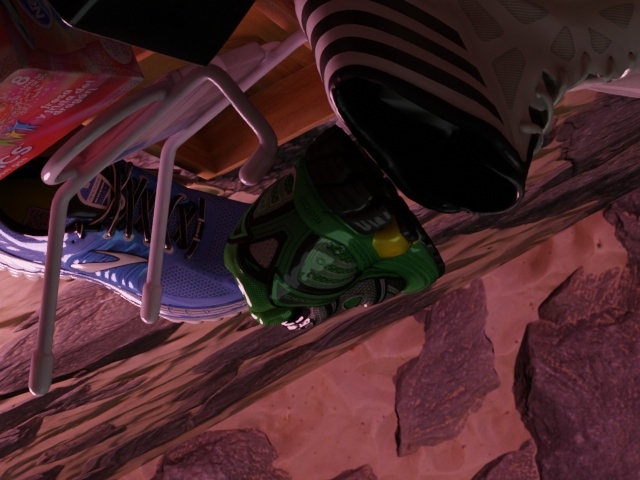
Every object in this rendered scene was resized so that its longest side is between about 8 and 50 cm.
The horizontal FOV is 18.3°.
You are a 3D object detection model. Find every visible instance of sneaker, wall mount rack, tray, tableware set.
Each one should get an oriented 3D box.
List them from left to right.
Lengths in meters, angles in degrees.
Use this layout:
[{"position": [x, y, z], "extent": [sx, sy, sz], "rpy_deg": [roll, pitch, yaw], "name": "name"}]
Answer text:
[{"position": [-0.185, -0.012, 1.880], "extent": [0.330, 0.130, 0.147], "rpy_deg": [7, 158, 10], "name": "sneaker"}, {"position": [-0.174, -0.056, 2.002], "extent": [0.141, 0.020, 0.169], "rpy_deg": [0, 169, 24], "name": "tableware set"}, {"position": [-0.121, -0.036, 1.592], "extent": [0.304, 0.130, 0.350], "rpy_deg": [-40, 177, 26], "name": "wall mount rack"}, {"position": [-0.095, -0.160, 1.797], "extent": [0.203, 0.076, 0.411], "rpy_deg": [-27, 167, 11], "name": "tray"}, {"position": [0.000, 0.000, 1.582], "extent": [0.146, 0.134, 0.343], "rpy_deg": [-35, 167, 6], "name": "sneaker"}, {"position": [0.159, -0.119, 1.621], "extent": [0.447, 0.257, 0.169], "rpy_deg": [12, 150, -36], "name": "sneaker"}]

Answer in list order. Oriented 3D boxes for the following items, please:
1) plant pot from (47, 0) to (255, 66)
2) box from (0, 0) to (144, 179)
[{"position": [-0.107, -0.244, 1.252], "extent": [0.167, 0.187, 0.188], "rpy_deg": [-43, 161, 17], "name": "plant pot"}, {"position": [-0.300, -0.114, 1.450], "extent": [0.300, 0.154, 0.142], "rpy_deg": [-30, 165, 29], "name": "box"}]
